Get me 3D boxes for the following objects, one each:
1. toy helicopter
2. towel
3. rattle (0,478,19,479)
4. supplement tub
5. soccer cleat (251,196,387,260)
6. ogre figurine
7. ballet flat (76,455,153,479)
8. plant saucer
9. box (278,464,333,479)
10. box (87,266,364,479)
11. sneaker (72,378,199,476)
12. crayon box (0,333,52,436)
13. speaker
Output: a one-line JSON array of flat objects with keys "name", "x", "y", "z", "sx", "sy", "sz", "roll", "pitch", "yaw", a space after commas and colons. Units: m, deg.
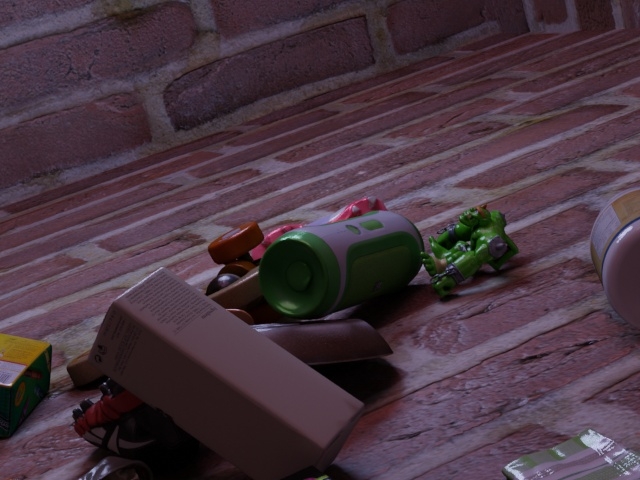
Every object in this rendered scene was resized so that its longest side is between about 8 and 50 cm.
[{"name": "toy helicopter", "x": -0.201, "y": 0.119, "z": 2.030, "sx": 0.355, "sy": 0.140, "sz": 0.235, "roll": -28, "pitch": 10, "yaw": 5}, {"name": "towel", "x": 0.250, "y": 0.219, "z": 1.359, "sx": 0.113, "sy": 0.023, "sz": 0.152, "roll": -18, "pitch": 14, "yaw": -15}, {"name": "rattle", "x": -0.414, "y": 0.316, "z": 1.559, "sx": 0.143, "sy": 0.130, "sz": 0.200, "roll": 35, "pitch": 18, "yaw": 11}, {"name": "supplement tub", "x": 0.402, "y": 0.017, "z": 1.725, "sx": 0.144, "sy": 0.144, "sz": 0.199, "roll": -13, "pitch": 14, "yaw": 8}, {"name": "soccer cleat", "x": 0.000, "y": 0.000, "z": 2.378, "sx": 0.248, "sy": 0.083, "sz": 0.095, "roll": -24, "pitch": -13, "yaw": -15}, {"name": "ogre figurine", "x": 0.215, "y": 0.010, "z": 2.067, "sx": 0.118, "sy": 0.096, "sz": 0.197, "roll": -30, "pitch": -5, "yaw": 16}, {"name": "ballet flat", "x": -0.249, "y": 0.289, "z": 1.517, "sx": 0.068, "sy": 0.072, "sz": 0.213, "roll": -1, "pitch": 19, "yaw": 27}, {"name": "plant saucer", "x": -0.066, "y": 0.129, "z": 1.780, "sx": 0.311, "sy": 0.050, "sz": 0.310, "roll": -5, "pitch": -2, "yaw": 0}, {"name": "box", "x": -0.026, "y": 0.266, "z": 1.406, "sx": 0.083, "sy": 0.052, "sz": 0.062, "roll": -22, "pitch": 16, "yaw": -20}, {"name": "box", "x": -0.101, "y": 0.151, "z": 1.522, "sx": 0.275, "sy": 0.094, "sz": 0.113, "roll": 35, "pitch": 31, "yaw": 12}, {"name": "sneaker", "x": -0.213, "y": 0.221, "z": 1.692, "sx": 0.098, "sy": 0.135, "sz": 0.276, "roll": -37, "pitch": 0, "yaw": -27}, {"name": "crayon box", "x": -0.534, "y": 0.182, "z": 1.999, "sx": 0.279, "sy": 0.081, "sz": 0.165, "roll": 10, "pitch": 18, "yaw": 6}, {"name": "speaker", "x": 0.035, "y": 0.032, "z": 1.993, "sx": 0.131, "sy": 0.131, "sz": 0.296, "roll": -7, "pitch": 4, "yaw": 30}]
